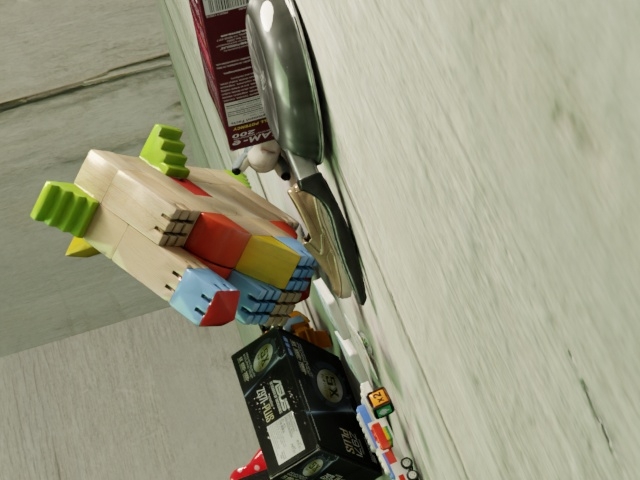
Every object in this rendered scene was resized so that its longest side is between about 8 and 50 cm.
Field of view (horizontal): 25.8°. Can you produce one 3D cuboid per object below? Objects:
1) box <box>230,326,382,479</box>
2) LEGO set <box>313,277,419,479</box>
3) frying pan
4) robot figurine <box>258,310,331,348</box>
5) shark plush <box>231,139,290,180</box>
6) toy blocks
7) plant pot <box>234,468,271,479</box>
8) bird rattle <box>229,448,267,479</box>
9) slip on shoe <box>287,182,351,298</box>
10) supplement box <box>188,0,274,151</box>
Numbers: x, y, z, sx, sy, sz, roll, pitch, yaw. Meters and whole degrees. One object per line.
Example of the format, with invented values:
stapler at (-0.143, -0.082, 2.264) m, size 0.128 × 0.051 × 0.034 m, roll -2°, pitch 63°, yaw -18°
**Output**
box at (-0.017, 0.215, 1.719) m, size 0.147 × 0.077 × 0.180 m, roll 32°, pitch -150°, yaw -49°
LEGO set at (0.040, 0.163, 1.454) m, size 0.244 × 0.060 × 0.182 m, roll -126°, pitch 12°, yaw -68°
frying pan at (-0.023, -0.109, 1.417) m, size 0.197 × 0.053 × 0.326 m, roll -121°, pitch 19°, yaw -67°
robot figurine at (-0.030, 0.188, 1.983) m, size 0.291 × 0.085 × 0.211 m, roll -172°, pitch 66°, yaw -82°
shark plush at (-0.064, -0.128, 1.766) m, size 0.161 × 0.073 × 0.067 m, roll -75°, pitch -5°, yaw -69°
toy blocks at (-0.125, 0.006, 1.701) m, size 0.261 × 0.191 × 0.381 m, roll 34°, pitch -166°, yaw 25°
plant pot at (0.003, 0.403, 1.911) m, size 0.167 × 0.188 × 0.187 m, roll 0°, pitch 106°, yaw 69°
bird rattle at (-0.048, 0.433, 2.056) m, size 0.207 × 0.253 × 0.143 m, roll -61°, pitch 29°, yaw 13°
slip on shoe at (0.000, 0.000, 1.482) m, size 0.051 × 0.041 × 0.135 m, roll -128°, pitch 23°, yaw -72°
supplement box at (-0.105, -0.238, 1.618) m, size 0.130 × 0.073 × 0.239 m, roll -113°, pitch 10°, yaw -45°
